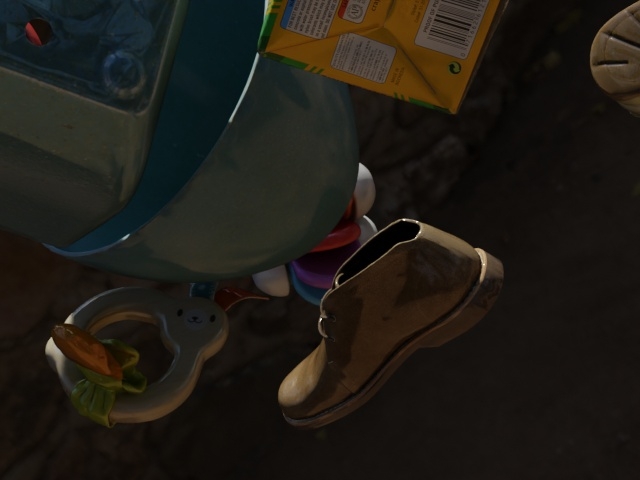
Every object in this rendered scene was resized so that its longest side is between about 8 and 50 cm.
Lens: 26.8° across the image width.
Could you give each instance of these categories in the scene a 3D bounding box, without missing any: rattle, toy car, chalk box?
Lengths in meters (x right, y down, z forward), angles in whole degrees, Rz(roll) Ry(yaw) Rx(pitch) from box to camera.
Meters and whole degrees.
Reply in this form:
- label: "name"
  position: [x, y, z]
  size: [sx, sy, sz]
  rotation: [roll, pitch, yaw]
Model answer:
- label: "rattle"
  position: [-0.132, 0.054, 1.121]
  size: [0.199, 0.143, 0.130]
  rotation: [-27, 46, -19]
- label: "toy car"
  position: [0.000, 0.000, 1.577]
  size: [0.159, 0.182, 0.136]
  rotation: [-17, 36, -14]
- label: "chalk box"
  position: [0.048, -0.200, 0.864]
  size: [0.213, 0.132, 0.132]
  rotation: [-85, 13, -57]

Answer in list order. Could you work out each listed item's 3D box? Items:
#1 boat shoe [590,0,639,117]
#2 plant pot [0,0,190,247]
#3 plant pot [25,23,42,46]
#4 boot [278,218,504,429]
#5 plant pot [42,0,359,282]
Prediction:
- label: "boat shoe"
  position: [0.352, -0.177, 1.037]
  size: [0.285, 0.089, 0.104]
  rotation: [-20, 62, 27]
- label: "plant pot"
  position: [-0.199, -0.151, 0.842]
  size: [0.252, 0.247, 0.248]
  rotation: [-7, 67, 62]
- label: "plant pot"
  position: [-0.438, -0.197, 1.606]
  size: [0.191, 0.191, 0.174]
  rotation: [-11, 10, 36]
- label: "boot"
  position: [0.035, 0.079, 1.310]
  size: [0.305, 0.115, 0.112]
  rotation: [-43, 25, 37]
- label: "plant pot"
  position: [-0.080, -0.081, 1.127]
  size: [0.290, 0.195, 0.290]
  rotation: [-27, 47, 34]
